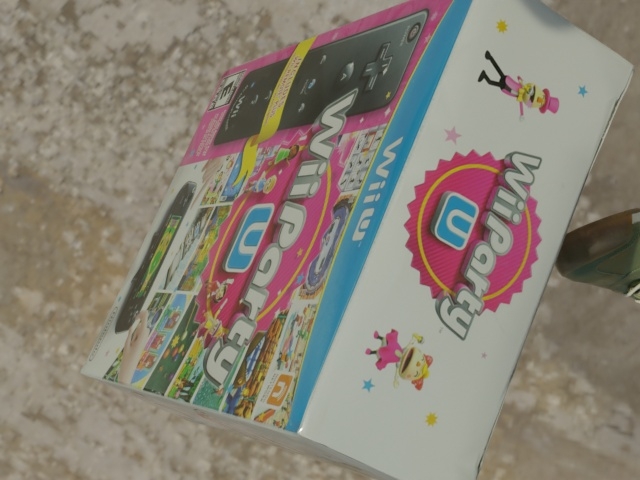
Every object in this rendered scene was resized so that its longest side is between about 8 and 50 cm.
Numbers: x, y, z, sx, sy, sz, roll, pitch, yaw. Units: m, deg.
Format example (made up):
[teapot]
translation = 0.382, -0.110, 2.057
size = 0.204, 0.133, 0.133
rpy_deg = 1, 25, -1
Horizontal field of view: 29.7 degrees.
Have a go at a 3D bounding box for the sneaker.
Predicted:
[sneaker]
translation = 0.242, 0.021, 0.773
size = 0.192, 0.086, 0.064
rpy_deg = -9, 160, -29

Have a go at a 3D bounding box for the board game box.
[board game box]
translation = 0.000, 0.000, 0.647
size = 0.097, 0.224, 0.303
rpy_deg = 29, 166, -25
